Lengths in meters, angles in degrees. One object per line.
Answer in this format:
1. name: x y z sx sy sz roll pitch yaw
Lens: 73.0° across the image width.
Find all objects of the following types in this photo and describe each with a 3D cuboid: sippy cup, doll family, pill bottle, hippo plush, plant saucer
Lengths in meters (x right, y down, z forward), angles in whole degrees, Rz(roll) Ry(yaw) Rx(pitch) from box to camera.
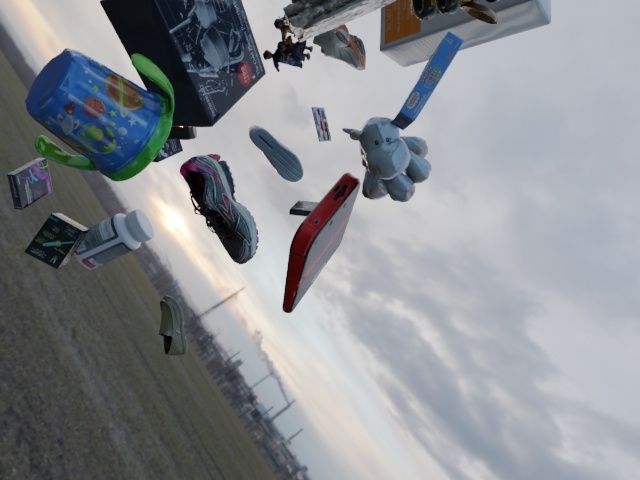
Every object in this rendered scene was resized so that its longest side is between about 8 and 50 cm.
1. sippy cup: -0.492 -0.283 0.951 0.240 0.305 0.224 32 -3 40
2. doll family: -0.080 -0.519 1.116 0.076 0.112 0.192 62 -35 41
3. pill bottle: -0.837 -0.011 1.749 0.161 0.284 0.161 155 -90 -88
4. hippo plush: 0.207 -0.268 1.238 0.236 0.235 0.293 63 12 -79
5. plant saucer: 0.341 -0.484 0.917 0.083 0.084 0.015 42 -64 35

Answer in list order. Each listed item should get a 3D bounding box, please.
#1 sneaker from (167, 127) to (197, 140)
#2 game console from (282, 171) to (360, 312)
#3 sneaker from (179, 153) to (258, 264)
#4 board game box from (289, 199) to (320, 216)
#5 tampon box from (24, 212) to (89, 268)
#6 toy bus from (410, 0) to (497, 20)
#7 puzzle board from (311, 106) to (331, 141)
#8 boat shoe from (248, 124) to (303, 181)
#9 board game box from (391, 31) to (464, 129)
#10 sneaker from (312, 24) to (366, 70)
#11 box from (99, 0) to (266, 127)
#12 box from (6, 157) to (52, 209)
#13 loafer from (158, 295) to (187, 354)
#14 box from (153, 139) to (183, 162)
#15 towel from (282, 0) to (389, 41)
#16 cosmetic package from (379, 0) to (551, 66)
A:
1. sneaker: -0.490 -0.441 1.427 0.083 0.118 0.221 -124 -154 -77
2. game console: 0.000 0.000 1.334 0.060 0.386 0.341 28 -44 11
3. sneaker: -0.264 -0.072 1.106 0.121 0.112 0.298 -24 -87 32
4. board game box: -0.012 -0.117 1.640 0.187 0.126 0.026 6 -68 12
5. tampon box: -0.931 0.000 1.536 0.121 0.160 0.101 34 -5 -15
6. toy bus: 0.290 -0.604 0.925 0.220 0.150 0.211 -129 -156 -62
7. puzzle board: 0.006 -0.436 1.622 0.011 0.096 0.128 -9 -81 29
8. boat shoe: -0.178 -0.364 1.776 0.302 0.109 0.094 47 10 -37
9. board game box: 0.207 -0.309 0.873 0.039 0.160 0.211 31 11 0
10. sneaker: 0.072 -0.693 1.563 0.121 0.099 0.263 -5 -14 33
11. box: -0.342 -0.536 1.174 0.179 0.312 0.343 8 -41 27
12. box: -0.906 -0.180 1.353 0.162 0.029 0.115 -84 -179 -62
13. loafer: -0.353 0.204 1.019 0.056 0.050 0.147 -12 -87 40
14. box: -0.680 -0.404 1.665 0.248 0.142 0.163 12 -54 29
15. towel: 0.085 -0.330 0.547 0.187 0.283 0.049 -101 169 -69
16. cosmetic package: 0.404 -0.695 1.257 0.454 0.162 0.229 -2 -93 39
